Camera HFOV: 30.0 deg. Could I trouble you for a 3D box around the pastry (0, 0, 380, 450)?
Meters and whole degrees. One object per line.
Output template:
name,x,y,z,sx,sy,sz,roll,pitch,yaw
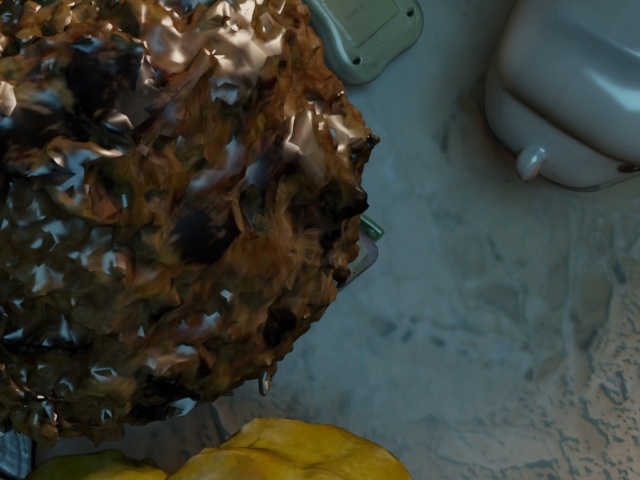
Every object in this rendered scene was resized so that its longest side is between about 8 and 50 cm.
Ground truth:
pastry,-0.107,-0.026,0.621,0.275,0.193,0.274,-22,129,-31

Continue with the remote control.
remote control,0.008,-0.158,0.738,0.074,0.032,0.122,-42,105,-16

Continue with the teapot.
teapot,0.000,0.000,0.733,0.064,0.064,0.083,52,50,3

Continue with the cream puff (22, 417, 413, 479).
cream puff,-0.096,0.227,0.623,0.257,0.291,0.324,26,99,22

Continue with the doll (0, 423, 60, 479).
doll,-0.242,0.064,0.685,0.219,0.067,0.091,23,65,-9

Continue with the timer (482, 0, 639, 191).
timer,0.210,-0.167,0.687,0.291,0.291,0.315,29,105,-7
